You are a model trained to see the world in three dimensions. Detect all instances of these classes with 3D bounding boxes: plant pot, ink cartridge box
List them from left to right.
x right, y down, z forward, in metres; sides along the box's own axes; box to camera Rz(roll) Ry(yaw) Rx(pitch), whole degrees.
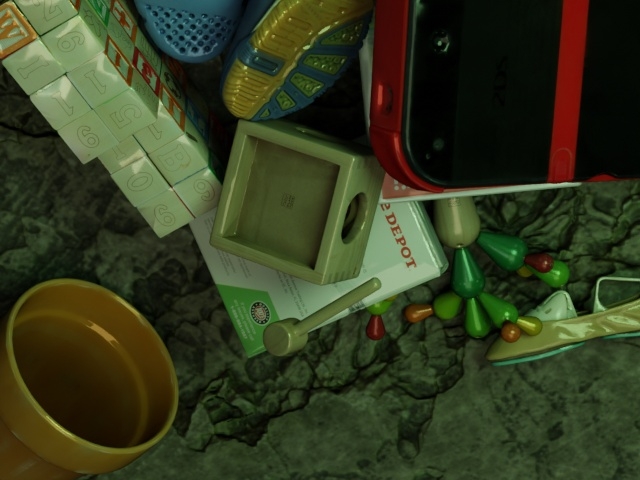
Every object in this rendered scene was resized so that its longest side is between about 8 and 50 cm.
[{"bbox_3d":[-0.284,0.174,2.015,0.205,0.205,0.188,33,130,-20],"label":"plant pot"},{"bbox_3d":[0.000,0.000,1.934,0.219,0.092,0.160,-23,91,11],"label":"ink cartridge box"}]

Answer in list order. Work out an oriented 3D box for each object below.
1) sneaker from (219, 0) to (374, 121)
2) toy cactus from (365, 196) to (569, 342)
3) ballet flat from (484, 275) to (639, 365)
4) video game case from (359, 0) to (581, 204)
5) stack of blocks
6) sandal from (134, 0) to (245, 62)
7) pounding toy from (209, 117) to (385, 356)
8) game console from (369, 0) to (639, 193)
[{"bbox_3d":[-0.011,-0.251,1.783,0.112,0.131,0.296,21,108,-44],"label":"sneaker"},{"bbox_3d":[0.143,0.025,1.993,0.219,0.112,0.181,-6,111,14],"label":"toy cactus"},{"bbox_3d":[0.284,0.078,2.049,0.232,0.080,0.073,-11,93,2],"label":"ballet flat"},{"bbox_3d":[0.138,-0.185,1.836,0.204,0.025,0.285,-5,98,1],"label":"video game case"},{"bbox_3d":[-0.198,-0.149,1.825,0.087,0.171,0.297,-28,119,14],"label":"stack of blocks"},{"bbox_3d":[-0.118,-0.301,1.757,0.126,0.138,0.317,0,123,-4],"label":"sandal"},{"bbox_3d":[-0.004,0.006,1.828,0.181,0.094,0.206,19,103,24],"label":"pounding toy"},{"bbox_3d":[0.211,-0.237,1.754,0.342,0.060,0.387,-5,108,-26],"label":"game console"}]
